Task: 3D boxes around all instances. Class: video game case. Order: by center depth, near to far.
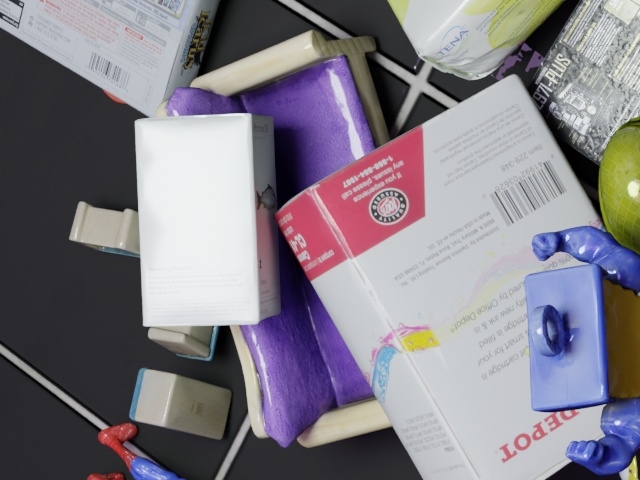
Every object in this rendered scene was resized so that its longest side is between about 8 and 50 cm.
[{"bbox_3d":[-0.214,-0.286,1.821,0.269,0.061,0.244,31,122,19],"label":"video game case"}]

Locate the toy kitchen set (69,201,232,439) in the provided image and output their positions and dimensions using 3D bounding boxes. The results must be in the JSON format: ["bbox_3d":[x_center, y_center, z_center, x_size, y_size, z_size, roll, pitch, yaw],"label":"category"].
[{"bbox_3d":[-0.174,0.080,1.886,0.166,0.122,0.207,8,81,27],"label":"toy kitchen set"}]

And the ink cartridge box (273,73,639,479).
[{"bbox_3d":[0.135,0.047,1.608,0.306,0.226,0.131,62,159,-1],"label":"ink cartridge box"}]

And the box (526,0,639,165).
[{"bbox_3d":[0.281,-0.151,1.610,0.147,0.077,0.180,37,112,19],"label":"box"}]

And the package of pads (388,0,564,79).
[{"bbox_3d":[0.164,-0.308,1.596,0.296,0.101,0.229,-44,51,27],"label":"package of pads"}]

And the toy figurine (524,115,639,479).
[{"bbox_3d":[0.243,0.050,1.432,0.191,0.217,0.362,-12,73,43],"label":"toy figurine"}]

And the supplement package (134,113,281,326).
[{"bbox_3d":[-0.096,-0.019,1.626,0.105,0.105,0.179,-2,92,10],"label":"supplement package"}]

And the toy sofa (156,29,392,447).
[{"bbox_3d":[0.000,0.000,1.722,0.150,0.177,0.362,-18,88,33],"label":"toy sofa"}]

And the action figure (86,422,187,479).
[{"bbox_3d":[-0.100,0.277,1.880,0.280,0.139,0.091,34,116,44],"label":"action figure"}]

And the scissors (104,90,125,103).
[{"bbox_3d":[-0.244,-0.279,1.902,0.109,0.021,0.297,-37,81,29],"label":"scissors"}]
